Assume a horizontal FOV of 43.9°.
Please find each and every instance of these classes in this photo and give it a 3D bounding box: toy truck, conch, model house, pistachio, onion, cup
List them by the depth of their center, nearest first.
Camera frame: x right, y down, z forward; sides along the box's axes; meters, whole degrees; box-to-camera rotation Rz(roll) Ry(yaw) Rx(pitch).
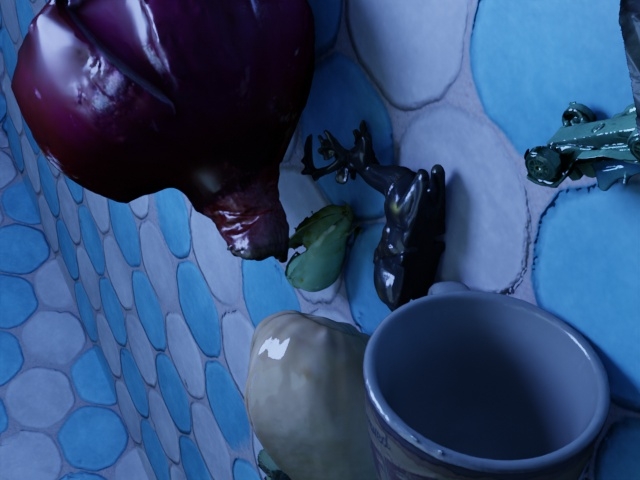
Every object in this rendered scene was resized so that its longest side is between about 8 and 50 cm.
[{"bbox_3d":[0.248,-0.073,0.652,0.078,0.080,0.154,51,156,-17],"label":"toy truck"},{"bbox_3d":[0.147,0.191,0.847,0.301,0.227,0.257,-95,6,-51],"label":"cup"},{"bbox_3d":[-0.145,-0.158,1.015,0.420,0.398,0.398,51,149,3],"label":"onion"},{"bbox_3d":[0.006,0.231,1.089,0.193,0.214,0.318,23,136,53],"label":"pistachio"},{"bbox_3d":[0.000,0.000,1.121,0.106,0.079,0.170,56,136,26],"label":"conch"},{"bbox_3d":[-0.075,0.424,1.468,0.066,0.078,0.083,47,144,42],"label":"model house"}]

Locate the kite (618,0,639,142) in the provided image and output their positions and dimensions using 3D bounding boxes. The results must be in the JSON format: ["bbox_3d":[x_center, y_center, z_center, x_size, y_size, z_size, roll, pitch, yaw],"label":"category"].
[{"bbox_3d":[0.281,-0.054,0.558,0.169,0.015,0.310,7,119,14],"label":"kite"}]

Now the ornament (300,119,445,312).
[{"bbox_3d":[0.057,-0.043,0.991,0.236,0.080,0.202,39,134,43],"label":"ornament"}]
